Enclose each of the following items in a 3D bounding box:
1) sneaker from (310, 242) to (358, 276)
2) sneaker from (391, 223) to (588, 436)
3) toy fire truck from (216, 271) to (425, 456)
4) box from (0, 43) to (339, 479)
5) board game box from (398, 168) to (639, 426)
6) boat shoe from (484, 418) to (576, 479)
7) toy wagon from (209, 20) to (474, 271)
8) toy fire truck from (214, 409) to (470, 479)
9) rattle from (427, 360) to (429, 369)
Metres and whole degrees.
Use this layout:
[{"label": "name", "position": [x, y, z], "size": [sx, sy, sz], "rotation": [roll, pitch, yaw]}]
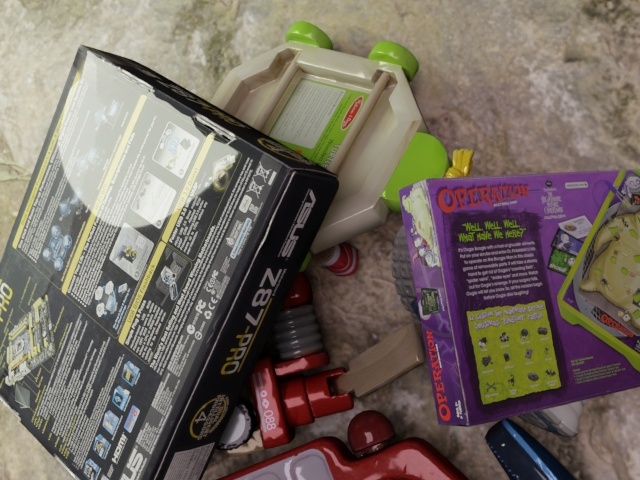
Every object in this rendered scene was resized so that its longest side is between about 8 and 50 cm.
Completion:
[{"label": "sneaker", "position": [0.000, 0.000, 0.974], "size": [0.042, 0.067, 0.118], "rotation": [-49, 46, 9]}, {"label": "sneaker", "position": [0.182, 0.068, 0.838], "size": [0.297, 0.111, 0.129], "rotation": [46, 74, -26]}, {"label": "toy fire truck", "position": [-0.021, 0.107, 0.921], "size": [0.246, 0.158, 0.217], "rotation": [-13, 81, 2]}, {"label": "box", "position": [-0.195, 0.041, 0.868], "size": [0.318, 0.097, 0.395], "rotation": [31, 104, 29]}, {"label": "board game box", "position": [0.239, 0.039, 0.782], "size": [0.346, 0.056, 0.208], "rotation": [-4, 86, -30]}, {"label": "boat shoe", "position": [0.245, 0.302, 0.846], "size": [0.089, 0.109, 0.258], "rotation": [-41, 75, 12]}, {"label": "toy wagon", "position": [0.009, -0.095, 0.902], "size": [0.344, 0.068, 0.267], "rotation": [21, 74, 31]}, {"label": "toy fire truck", "position": [0.036, 0.320, 0.863], "size": [0.302, 0.169, 0.254], "rotation": [-26, 77, 15]}, {"label": "rattle", "position": [0.109, 0.032, 0.926], "size": [0.142, 0.130, 0.200], "rotation": [16, 118, 29]}]
